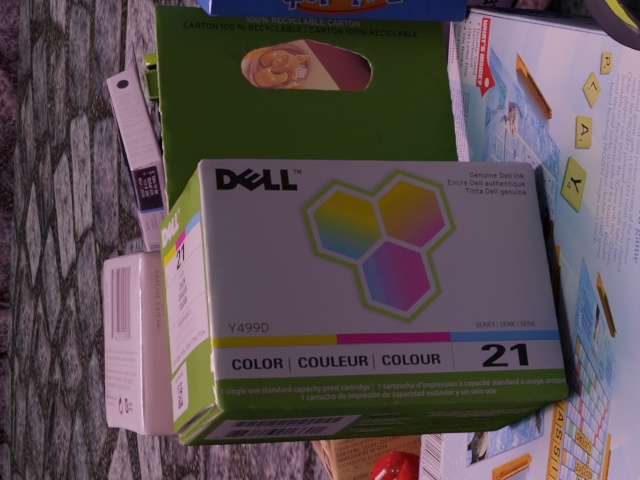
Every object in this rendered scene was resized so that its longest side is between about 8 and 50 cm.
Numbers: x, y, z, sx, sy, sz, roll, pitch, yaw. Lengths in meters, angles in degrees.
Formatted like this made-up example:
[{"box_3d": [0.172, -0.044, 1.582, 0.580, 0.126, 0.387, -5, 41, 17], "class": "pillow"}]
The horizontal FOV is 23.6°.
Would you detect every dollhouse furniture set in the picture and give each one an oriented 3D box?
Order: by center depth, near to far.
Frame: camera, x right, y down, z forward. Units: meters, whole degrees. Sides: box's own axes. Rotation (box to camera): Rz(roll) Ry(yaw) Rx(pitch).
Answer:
[{"box_3d": [-0.169, -0.181, 1.800, 0.151, 0.059, 0.076, 86, 173, -87], "class": "dollhouse furniture set"}]

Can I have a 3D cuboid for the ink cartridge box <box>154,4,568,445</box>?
[{"box_3d": [0.012, -0.026, 0.825, 0.097, 0.189, 0.255, 133, 133, -65], "class": "ink cartridge box"}]

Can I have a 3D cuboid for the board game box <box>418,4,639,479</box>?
[{"box_3d": [0.149, 0.042, 0.825, 0.318, 0.066, 0.318, -146, 57, -67], "class": "board game box"}]

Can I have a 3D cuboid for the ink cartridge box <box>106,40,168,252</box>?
[{"box_3d": [-0.210, -0.093, 1.815, 0.206, 0.045, 0.208, 85, 171, -50], "class": "ink cartridge box"}]

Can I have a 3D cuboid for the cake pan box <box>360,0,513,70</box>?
[{"box_3d": [0.065, -0.236, 1.052, 0.267, 0.070, 0.245, 112, 148, -49], "class": "cake pan box"}]

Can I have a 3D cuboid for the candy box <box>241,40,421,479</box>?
[{"box_3d": [0.000, 0.000, 1.096, 0.183, 0.088, 0.316, -122, 17, -54], "class": "candy box"}]

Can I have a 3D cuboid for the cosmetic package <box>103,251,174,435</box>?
[{"box_3d": [-0.082, 0.086, 1.319, 0.151, 0.184, 0.151, 170, 99, -71], "class": "cosmetic package"}]

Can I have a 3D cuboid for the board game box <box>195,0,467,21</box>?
[{"box_3d": [-0.020, -0.188, 0.958, 0.210, 0.160, 0.047, -128, 40, -59], "class": "board game box"}]

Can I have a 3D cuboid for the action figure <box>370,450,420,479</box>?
[{"box_3d": [0.038, 0.231, 0.988, 0.139, 0.091, 0.280, -60, -1, 22], "class": "action figure"}]

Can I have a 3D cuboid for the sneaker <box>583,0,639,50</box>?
[{"box_3d": [0.150, -0.196, 0.760, 0.121, 0.111, 0.300, 98, 174, -52], "class": "sneaker"}]
